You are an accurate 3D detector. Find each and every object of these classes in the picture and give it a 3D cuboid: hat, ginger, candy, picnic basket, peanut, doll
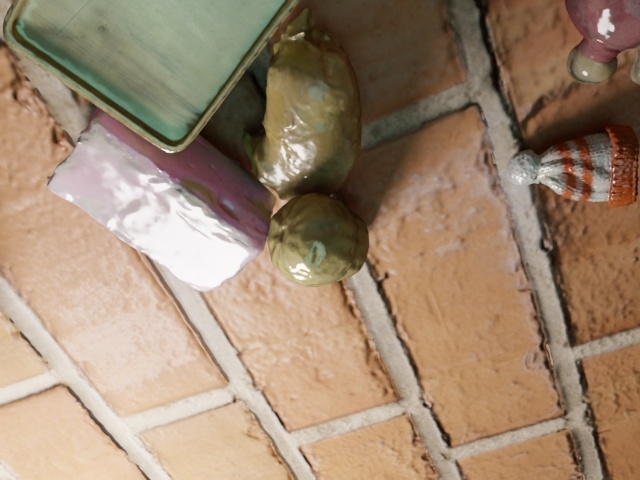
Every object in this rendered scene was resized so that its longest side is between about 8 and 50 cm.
[{"bbox_3d":[0.337,-0.097,0.855,0.162,0.094,0.112,-5,111,8],"label":"hat"},{"bbox_3d":[-0.017,-0.148,0.786,0.152,0.138,0.267,16,125,-6],"label":"ginger"},{"bbox_3d":[-0.200,-0.065,0.828,0.265,0.116,0.155,39,132,-20],"label":"candy"},{"bbox_3d":[-0.155,-0.284,0.679,0.228,0.175,0.313,35,111,-20],"label":"picnic basket"},{"bbox_3d":[0.000,0.000,0.829,0.123,0.256,0.124,0,89,9],"label":"peanut"},{"bbox_3d":[0.392,-0.278,0.705,0.255,0.152,0.196,-13,112,-7],"label":"doll"}]
